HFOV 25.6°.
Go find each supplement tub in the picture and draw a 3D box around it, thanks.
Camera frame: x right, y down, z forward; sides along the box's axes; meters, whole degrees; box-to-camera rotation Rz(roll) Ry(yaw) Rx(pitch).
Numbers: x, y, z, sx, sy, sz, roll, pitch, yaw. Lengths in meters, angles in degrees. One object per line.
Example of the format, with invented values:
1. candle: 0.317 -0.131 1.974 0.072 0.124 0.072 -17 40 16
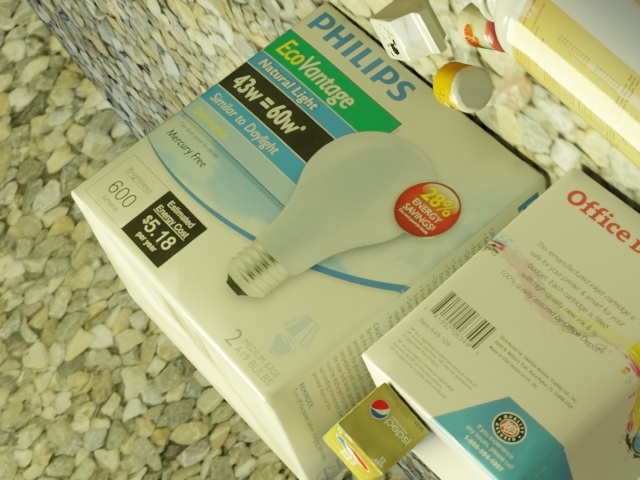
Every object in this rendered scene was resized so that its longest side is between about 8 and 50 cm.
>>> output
1. supplement tub: 0.202 -0.139 0.886 0.200 0.144 0.144 46 167 22

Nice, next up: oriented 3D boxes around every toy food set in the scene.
1. toy food set: 0.102 -0.207 1.118 0.232 0.111 0.104 59 166 -24

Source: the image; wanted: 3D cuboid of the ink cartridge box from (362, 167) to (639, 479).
1. ink cartridge box: 0.218 0.118 1.293 0.198 0.270 0.197 42 167 34

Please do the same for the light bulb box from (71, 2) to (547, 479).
1. light bulb box: 0.000 0.000 1.506 0.358 0.361 0.225 43 164 31

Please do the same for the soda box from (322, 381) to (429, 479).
1. soda box: 0.048 0.180 1.299 0.061 0.058 0.181 48 170 6
